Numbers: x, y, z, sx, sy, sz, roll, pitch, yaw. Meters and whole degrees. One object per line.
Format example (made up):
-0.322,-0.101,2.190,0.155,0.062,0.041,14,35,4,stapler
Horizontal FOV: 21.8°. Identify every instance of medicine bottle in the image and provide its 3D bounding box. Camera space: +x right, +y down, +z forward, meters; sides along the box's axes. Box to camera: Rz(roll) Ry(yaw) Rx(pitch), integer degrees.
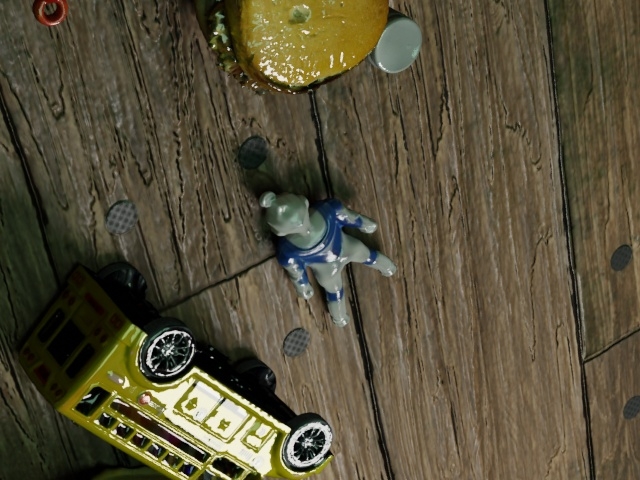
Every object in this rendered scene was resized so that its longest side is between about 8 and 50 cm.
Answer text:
0.052,-0.207,1.646,0.058,0.091,0.058,-17,123,-29,medicine bottle

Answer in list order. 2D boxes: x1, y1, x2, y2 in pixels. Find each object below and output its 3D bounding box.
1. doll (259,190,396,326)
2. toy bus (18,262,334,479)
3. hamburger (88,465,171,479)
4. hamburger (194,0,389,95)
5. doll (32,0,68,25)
0.000,0.000,1.751,0.114,0.057,0.227,-43,141,-1,doll
-0.139,0.161,1.679,0.151,0.145,0.331,-51,130,0,toy bus
-0.173,0.374,1.704,0.302,0.261,0.186,17,108,-25,hamburger
-0.032,-0.226,1.558,0.181,0.118,0.191,1,110,-33,hamburger
-0.243,-0.339,1.357,0.199,0.105,0.337,-21,117,-28,doll
